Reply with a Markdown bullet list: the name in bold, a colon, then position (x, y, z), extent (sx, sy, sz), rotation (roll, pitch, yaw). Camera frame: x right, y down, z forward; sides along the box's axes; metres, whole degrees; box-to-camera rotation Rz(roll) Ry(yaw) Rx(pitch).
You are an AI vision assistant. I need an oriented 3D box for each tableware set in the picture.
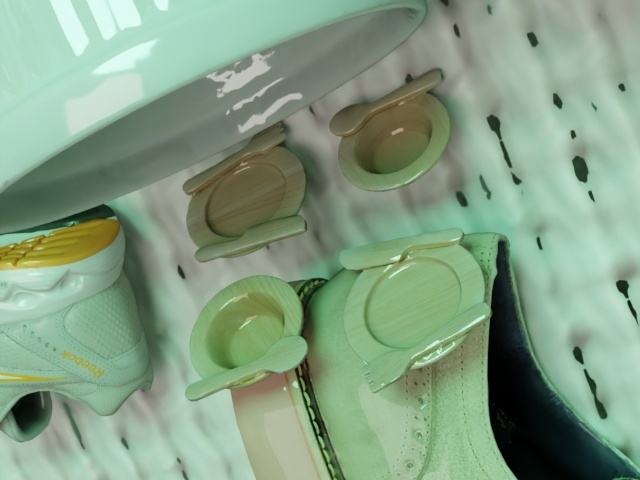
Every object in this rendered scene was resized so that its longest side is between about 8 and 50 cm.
- **tableware set**: position (0.000, 0.000, 0.573), extent (0.141, 0.168, 0.020), rotation (-20, 139, 17)

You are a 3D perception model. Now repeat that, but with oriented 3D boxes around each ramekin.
- **ramekin**: position (-0.071, -0.094, 0.527), extent (0.207, 0.207, 0.109), rotation (-28, 88, 32)

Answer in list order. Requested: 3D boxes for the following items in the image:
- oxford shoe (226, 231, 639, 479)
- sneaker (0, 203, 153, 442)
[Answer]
- **oxford shoe**: position (0.102, 0.184, 0.598), extent (0.146, 0.140, 0.397), rotation (-23, 101, 25)
- **sneaker**: position (-0.211, 0.062, 0.720), extent (0.262, 0.099, 0.121), rotation (-7, 112, 29)
